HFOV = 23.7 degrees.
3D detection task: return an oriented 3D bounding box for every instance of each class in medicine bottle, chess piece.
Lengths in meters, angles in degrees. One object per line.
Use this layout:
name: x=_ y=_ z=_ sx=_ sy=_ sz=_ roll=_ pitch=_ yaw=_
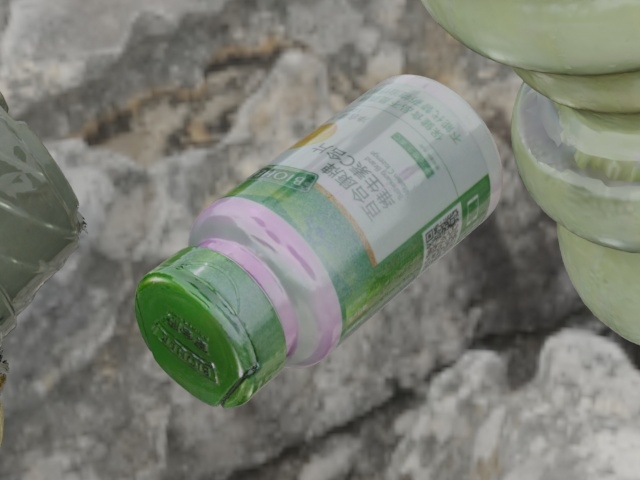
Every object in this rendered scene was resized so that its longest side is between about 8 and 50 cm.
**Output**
medicine bottle: x=0.000 y=0.000 z=1.070 sx=0.133 sy=0.133 sz=0.274 roll=25 pitch=48 yaw=32
chess piece: x=0.152 y=-0.076 z=0.688 sx=0.182 sy=0.330 sz=0.182 roll=-13 pitch=47 yaw=14

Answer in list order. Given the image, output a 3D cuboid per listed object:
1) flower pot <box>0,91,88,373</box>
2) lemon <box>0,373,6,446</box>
flower pot: x=-0.249 y=-0.022 z=1.019 sx=0.140 sy=0.235 sz=0.235 roll=-37 pitch=46 yaw=-14
lemon: x=-0.520 y=0.209 z=1.778 sx=0.297 sy=0.297 sz=0.297 roll=-1 pitch=36 yaw=1
